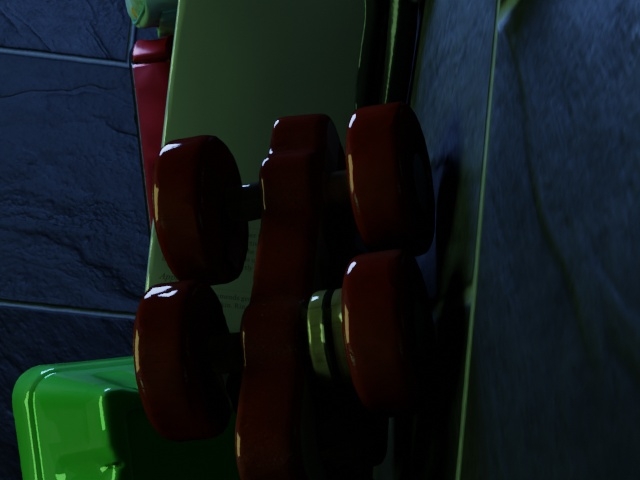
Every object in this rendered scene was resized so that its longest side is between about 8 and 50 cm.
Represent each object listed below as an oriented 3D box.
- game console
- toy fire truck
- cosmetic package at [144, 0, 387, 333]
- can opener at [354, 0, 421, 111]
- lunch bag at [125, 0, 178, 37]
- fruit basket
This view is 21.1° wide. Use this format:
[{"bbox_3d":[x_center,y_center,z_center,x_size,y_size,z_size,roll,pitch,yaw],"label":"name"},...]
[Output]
[{"bbox_3d":[-0.107,-0.003,1.865,0.386,0.060,0.342,56,-156,-54],"label":"game console"},{"bbox_3d":[0.003,0.070,1.125,0.254,0.169,0.302,66,-160,-46],"label":"toy fire truck"},{"bbox_3d":[-0.047,-0.092,1.557,0.155,0.196,0.366,128,149,-83],"label":"cosmetic package"},{"bbox_3d":[0.056,-0.169,1.338,0.059,0.073,0.186,15,105,46],"label":"can opener"},{"bbox_3d":[-0.162,-0.328,1.771,0.279,0.107,0.224,-160,57,-83],"label":"lunch bag"},{"bbox_3d":[-0.136,0.287,1.614,0.392,0.282,0.392,175,90,-67],"label":"fruit basket"}]
